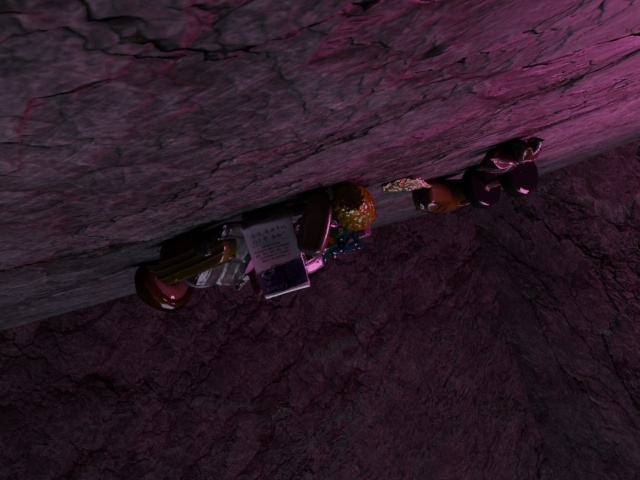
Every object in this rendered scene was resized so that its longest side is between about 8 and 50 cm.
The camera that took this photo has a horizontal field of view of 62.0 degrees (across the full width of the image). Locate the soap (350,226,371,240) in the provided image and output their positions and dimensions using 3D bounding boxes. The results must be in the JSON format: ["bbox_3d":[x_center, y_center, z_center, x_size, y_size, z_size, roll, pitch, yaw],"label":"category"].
[{"bbox_3d":[0.094,-0.049,2.172,0.203,0.122,0.065,-17,176,24],"label":"soap"}]

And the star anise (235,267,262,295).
[{"bbox_3d":[-0.220,0.053,1.910,0.109,0.292,0.350,29,170,-40],"label":"star anise"}]

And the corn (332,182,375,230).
[{"bbox_3d":[0.095,-0.090,1.504,0.121,0.120,0.363,-17,176,7],"label":"corn"}]

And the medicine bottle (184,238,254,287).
[{"bbox_3d":[-0.329,0.065,1.731,0.152,0.151,0.254,-18,178,26],"label":"medicine bottle"}]

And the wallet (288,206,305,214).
[{"bbox_3d":[-0.098,-0.079,1.548,0.176,0.026,0.095,-12,-179,-26],"label":"wallet"}]

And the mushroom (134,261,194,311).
[{"bbox_3d":[-0.565,0.165,1.908,0.138,0.194,0.231,-20,165,34],"label":"mushroom"}]

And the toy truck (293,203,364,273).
[{"bbox_3d":[-0.004,-0.006,1.687,0.177,0.177,0.363,-18,-176,45],"label":"toy truck"}]

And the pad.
[{"bbox_3d":[-0.259,0.045,1.568,0.174,0.022,0.233,4,126,-48],"label":"pad"}]

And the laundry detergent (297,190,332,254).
[{"bbox_3d":[-0.006,-0.043,1.424,0.076,0.171,0.237,13,179,4],"label":"laundry detergent"}]

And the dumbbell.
[{"bbox_3d":[0.606,-0.205,1.811,0.153,0.152,0.218,-14,176,-32],"label":"dumbbell"}]

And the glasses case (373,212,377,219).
[{"bbox_3d":[0.163,-0.092,2.411,0.195,0.049,0.073,-17,178,17],"label":"glasses case"}]

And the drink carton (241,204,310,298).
[{"bbox_3d":[-0.122,0.030,1.452,0.134,0.222,0.102,-15,-155,-1],"label":"drink carton"}]

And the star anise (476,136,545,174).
[{"bbox_3d":[0.550,-0.244,1.554,0.197,0.073,0.212,-21,173,18],"label":"star anise"}]

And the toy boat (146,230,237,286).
[{"bbox_3d":[-0.362,0.041,1.475,0.310,0.115,0.089,-22,175,34],"label":"toy boat"}]

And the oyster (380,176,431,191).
[{"bbox_3d":[0.255,-0.174,1.657,0.146,0.045,0.122,-13,-171,-42],"label":"oyster"}]

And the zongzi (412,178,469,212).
[{"bbox_3d":[0.381,-0.148,1.998,0.260,0.122,0.289,-8,176,-38],"label":"zongzi"}]
